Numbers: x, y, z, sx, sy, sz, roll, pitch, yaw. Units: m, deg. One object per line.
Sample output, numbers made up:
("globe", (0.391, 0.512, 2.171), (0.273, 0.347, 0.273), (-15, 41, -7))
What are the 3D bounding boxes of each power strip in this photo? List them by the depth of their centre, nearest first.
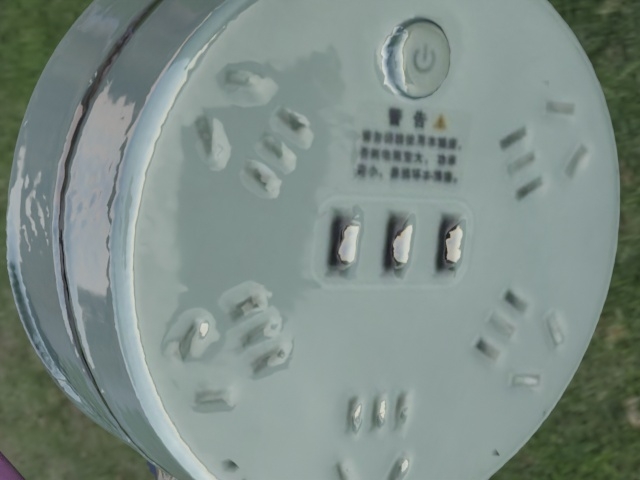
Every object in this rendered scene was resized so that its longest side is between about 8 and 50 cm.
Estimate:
("power strip", (0.000, 0.000, 0.912), (0.161, 0.357, 0.357), (19, 114, 56))

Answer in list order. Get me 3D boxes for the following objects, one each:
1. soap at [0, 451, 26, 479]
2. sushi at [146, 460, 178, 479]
("soap", (-0.100, 0.084, 0.391), (0.203, 0.065, 0.122), (44, 160, 18))
("sushi", (-0.060, 0.149, 1.397), (0.373, 0.100, 0.296), (-44, 66, 30))
